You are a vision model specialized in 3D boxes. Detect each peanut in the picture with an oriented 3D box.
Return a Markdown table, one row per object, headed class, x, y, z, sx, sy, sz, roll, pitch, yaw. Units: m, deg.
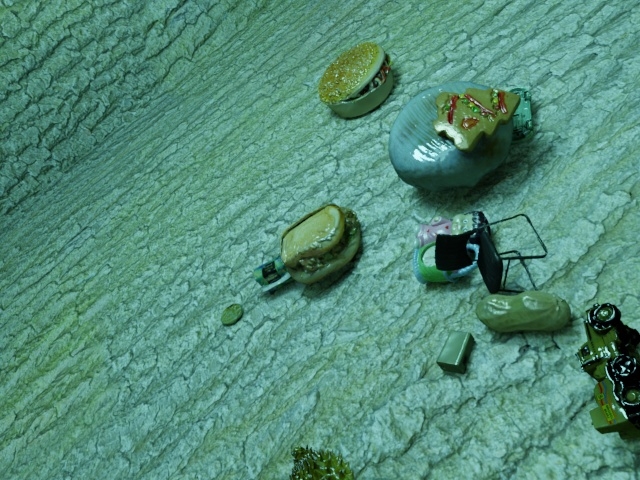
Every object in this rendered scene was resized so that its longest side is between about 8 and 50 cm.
| class | x | y | z | sx | sy | sz | roll | pitch | yaw |
| --- | --- | --- | --- | --- | --- | --- | --- | --- | --- |
| peanut | 0.453 | 0.162 | 1.499 | 0.214 | 0.098 | 0.090 | -9 | 61 | 37 |

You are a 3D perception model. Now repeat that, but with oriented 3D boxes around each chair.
| class | x | y | z | sx | sy | sz | roll | pitch | yaw |
| --- | --- | --- | --- | --- | --- | --- | --- | --- | --- |
| chair | 0.392 | 0.045 | 1.554 | 0.221 | 0.140 | 0.145 | -8 | 44 | -3 |

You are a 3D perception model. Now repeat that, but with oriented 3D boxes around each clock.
| class | x | y | z | sx | sy | sz | roll | pitch | yaw |
| --- | --- | --- | --- | --- | --- | --- | --- | --- | --- |
| clock | 0.345 | 0.017 | 1.728 | 0.195 | 0.100 | 0.194 | -16 | 49 | 31 |

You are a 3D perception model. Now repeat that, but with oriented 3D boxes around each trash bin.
| class | x | y | z | sx | sy | sz | roll | pitch | yaw |
| --- | --- | --- | --- | --- | --- | --- | --- | --- | --- |
| trash bin | 0.319 | 0.260 | 1.561 | 0.061 | 0.043 | 0.092 | 2 | 54 | 41 |

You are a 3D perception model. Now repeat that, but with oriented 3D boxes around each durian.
| class | x | y | z | sx | sy | sz | roll | pitch | yaw |
| --- | --- | --- | --- | --- | --- | --- | --- | --- | --- |
| durian | 0.000 | 0.578 | 1.468 | 0.172 | 0.166 | 0.306 | -10 | 46 | -9 |

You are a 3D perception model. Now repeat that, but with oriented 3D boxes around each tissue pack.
| class | x | y | z | sx | sy | sz | roll | pitch | yaw |
| --- | --- | --- | --- | --- | --- | --- | --- | --- | --- |
| tissue pack | -0.137 | 0.111 | 2.045 | 0.111 | 0.085 | 0.079 | -28 | 41 | 15 |

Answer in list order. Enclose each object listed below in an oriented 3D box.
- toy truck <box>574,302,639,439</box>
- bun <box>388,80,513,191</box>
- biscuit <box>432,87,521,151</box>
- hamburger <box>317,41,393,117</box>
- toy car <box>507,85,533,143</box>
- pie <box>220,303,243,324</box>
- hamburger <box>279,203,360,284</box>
| class | x | y | z | sx | sy | sz | roll | pitch | yaw |
| --- | --- | --- | --- | --- | --- | --- | --- | --- | --- |
| toy truck | 0.577 | 0.254 | 1.296 | 0.127 | 0.127 | 0.257 | -33 | 36 | 34 |
| bun | 0.374 | -0.287 | 1.892 | 0.361 | 0.211 | 0.362 | -19 | 48 | 22 |
| biscuit | 0.412 | -0.337 | 1.744 | 0.238 | 0.041 | 0.212 | -20 | 54 | 6 |
| hamburger | 0.126 | -0.591 | 2.421 | 0.302 | 0.170 | 0.302 | -23 | 41 | 22 |
| toy car | 0.577 | -0.364 | 1.925 | 0.093 | 0.058 | 0.186 | -12 | 59 | 31 |
| pie | -0.280 | 0.233 | 2.101 | 0.085 | 0.017 | 0.085 | -22 | 41 | 21 |
| hamburger | 0.000 | 0.000 | 1.986 | 0.243 | 0.146 | 0.286 | 12 | 57 | 49 |
